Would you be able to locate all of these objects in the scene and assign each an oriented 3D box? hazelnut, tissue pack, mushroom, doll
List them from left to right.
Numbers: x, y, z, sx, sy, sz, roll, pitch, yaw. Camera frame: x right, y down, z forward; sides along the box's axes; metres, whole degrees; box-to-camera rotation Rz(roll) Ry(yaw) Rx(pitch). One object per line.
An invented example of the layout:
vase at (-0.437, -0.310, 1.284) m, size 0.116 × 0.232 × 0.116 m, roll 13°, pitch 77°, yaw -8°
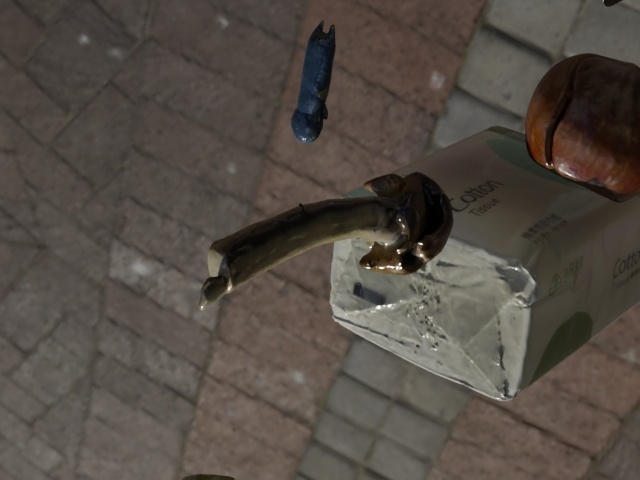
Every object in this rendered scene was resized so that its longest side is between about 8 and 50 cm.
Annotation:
doll at (-0.005, -0.157, 1.289) m, size 0.037 × 0.027 × 0.125 m, roll 32°, pitch 117°, yaw 41°
mushroom at (0.000, 0.000, 0.733) m, size 0.061 × 0.187 × 0.060 m, roll -2°, pitch 98°, yaw 51°
tissue pack at (0.217, 0.010, 1.520) m, size 0.266 × 0.356 × 0.194 m, roll 23°, pitch 120°, yaw 30°
hazelnut at (0.287, -0.117, 1.317) m, size 0.154 × 0.143 × 0.143 m, roll 28°, pitch 137°, yaw 12°

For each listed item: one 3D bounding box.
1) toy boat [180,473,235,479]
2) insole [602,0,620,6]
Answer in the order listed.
toy boat at (-0.101, 0.237, 0.994) m, size 0.065 × 0.066 × 0.172 m, roll 13°, pitch 128°, yaw -11°
insole at (0.275, -0.229, 1.123) m, size 0.002 × 0.152 × 0.053 m, roll 14°, pitch 116°, yaw 32°
